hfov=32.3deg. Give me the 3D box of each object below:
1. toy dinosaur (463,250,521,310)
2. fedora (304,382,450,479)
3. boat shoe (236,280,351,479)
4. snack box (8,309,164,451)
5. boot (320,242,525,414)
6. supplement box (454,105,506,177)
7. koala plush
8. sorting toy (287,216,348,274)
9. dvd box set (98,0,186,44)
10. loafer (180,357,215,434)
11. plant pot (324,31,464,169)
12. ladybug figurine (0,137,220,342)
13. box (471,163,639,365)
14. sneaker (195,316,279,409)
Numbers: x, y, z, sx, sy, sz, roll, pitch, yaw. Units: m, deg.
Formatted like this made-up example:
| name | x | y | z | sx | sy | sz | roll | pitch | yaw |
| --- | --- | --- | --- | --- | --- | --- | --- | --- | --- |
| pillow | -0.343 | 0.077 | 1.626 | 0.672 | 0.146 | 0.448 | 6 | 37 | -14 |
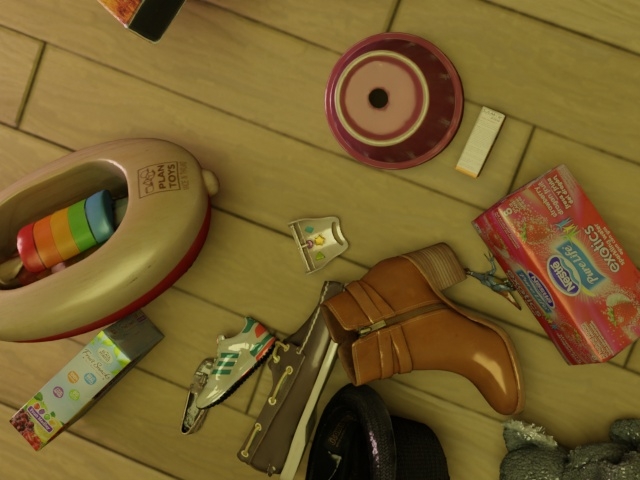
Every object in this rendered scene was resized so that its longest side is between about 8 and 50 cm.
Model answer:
| name | x | y | z | sx | sy | sz | roll | pitch | yaw |
| --- | --- | --- | --- | --- | --- | --- | --- | --- | --- |
| toy dinosaur | 0.248 | 0.064 | 1.620 | 0.082 | 0.047 | 0.090 | 2 | 107 | 29 |
| fedora | 0.091 | 0.373 | 1.594 | 0.153 | 0.334 | 0.333 | 5 | 97 | -20 |
| boat shoe | -0.036 | 0.203 | 1.649 | 0.097 | 0.116 | 0.324 | 19 | 104 | 5 |
| snack box | -0.349 | 0.207 | 1.676 | 0.207 | 0.174 | 0.070 | -42 | 90 | 10 |
| boot | 0.146 | 0.156 | 1.559 | 0.220 | 0.109 | 0.283 | -25 | 86 | -25 |
| supplement box | 0.231 | -0.141 | 1.591 | 0.036 | 0.062 | 0.098 | 25 | 100 | 8 |
| koala plush | 0.352 | 0.344 | 1.560 | 0.221 | 0.203 | 0.196 | 10 | 97 | 22 |
| sorting toy | 0.000 | 0.000 | 1.661 | 0.075 | 0.045 | 0.083 | -20 | 91 | 5 |
| dvd box set | -0.259 | -0.495 | 1.533 | 0.307 | 0.062 | 0.420 | -54 | 49 | 12 |
| loafer | -0.188 | 0.245 | 1.717 | 0.045 | 0.039 | 0.125 | 20 | 98 | 8 |
| plant pot | 0.097 | -0.196 | 1.552 | 0.202 | 0.180 | 0.201 | 1 | 96 | 10 |
| ladybug figurine | -0.343 | 0.012 | 1.631 | 0.450 | 0.162 | 0.305 | -21 | 50 | 13 |
| box | 0.341 | 0.037 | 1.536 | 0.123 | 0.128 | 0.256 | -34 | 89 | -12 |
| sneaker | -0.142 | 0.186 | 1.692 | 0.161 | 0.057 | 0.075 | -44 | 80 | -1 |
